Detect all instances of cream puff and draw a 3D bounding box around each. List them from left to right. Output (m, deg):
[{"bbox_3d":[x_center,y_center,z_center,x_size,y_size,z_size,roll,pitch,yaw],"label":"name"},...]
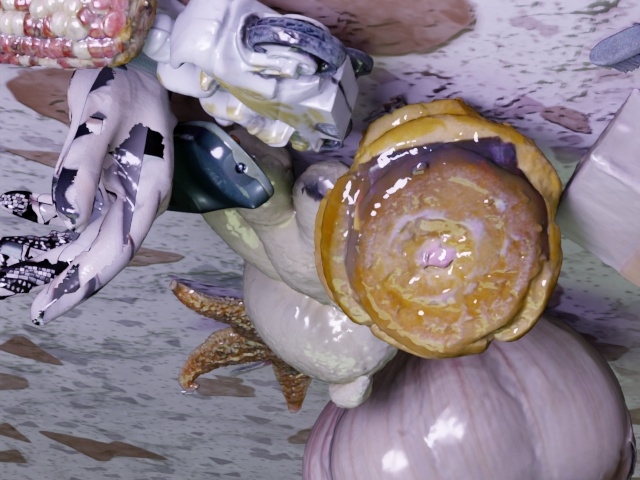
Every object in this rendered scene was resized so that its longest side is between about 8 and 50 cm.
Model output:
[{"bbox_3d":[0.082,-0.013,1.379,0.189,0.189,0.129,10,-163,-6],"label":"cream puff"}]

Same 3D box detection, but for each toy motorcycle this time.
[{"bbox_3d":[-0.047,-0.111,1.290,0.151,0.074,0.228,15,170,5],"label":"toy motorcycle"}]

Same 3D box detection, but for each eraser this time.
[{"bbox_3d":[0.331,0.030,1.364,0.343,0.078,0.144,32,159,2],"label":"eraser"}]

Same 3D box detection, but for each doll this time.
[{"bbox_3d":[0.004,0.002,1.548,0.149,0.175,0.278,-29,151,-10],"label":"doll"}]

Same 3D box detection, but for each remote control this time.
[{"bbox_3d":[-0.094,-0.051,1.429,0.072,0.042,0.222,48,164,-15],"label":"remote control"}]

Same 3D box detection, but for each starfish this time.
[{"bbox_3d":[-0.028,0.106,1.909,0.295,0.048,0.231,11,148,-18],"label":"starfish"}]

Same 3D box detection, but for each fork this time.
[{"bbox_3d":[-0.066,0.134,2.048,0.016,0.012,0.115,23,160,-26],"label":"fork"}]

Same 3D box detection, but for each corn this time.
[{"bbox_3d":[-0.223,-0.152,1.250,0.237,0.079,0.079,6,160,10],"label":"corn"}]

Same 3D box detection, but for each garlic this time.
[{"bbox_3d":[0.132,0.186,1.789,0.322,0.241,0.322,-7,149,-4],"label":"garlic"}]

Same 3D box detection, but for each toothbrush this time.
[{"bbox_3d":[0.273,-0.150,1.145,0.031,0.023,0.321,12,161,-32],"label":"toothbrush"}]

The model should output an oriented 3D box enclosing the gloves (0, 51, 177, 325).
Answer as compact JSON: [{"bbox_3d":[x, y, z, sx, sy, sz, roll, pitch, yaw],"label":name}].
[{"bbox_3d":[-0.151,-0.036,1.328,0.111,0.212,0.127,21,156,-31],"label":"gloves"}]
